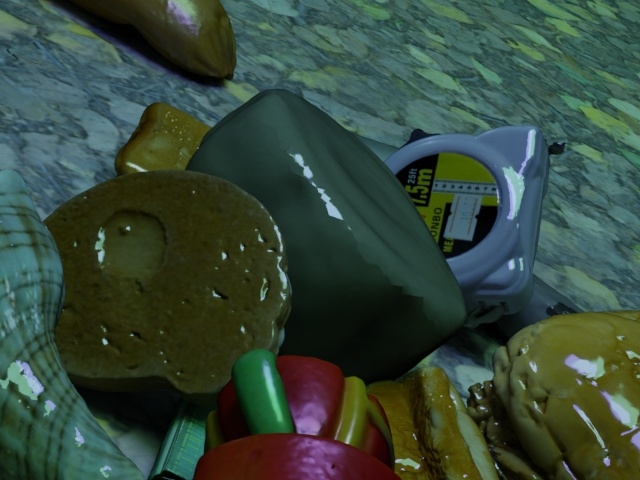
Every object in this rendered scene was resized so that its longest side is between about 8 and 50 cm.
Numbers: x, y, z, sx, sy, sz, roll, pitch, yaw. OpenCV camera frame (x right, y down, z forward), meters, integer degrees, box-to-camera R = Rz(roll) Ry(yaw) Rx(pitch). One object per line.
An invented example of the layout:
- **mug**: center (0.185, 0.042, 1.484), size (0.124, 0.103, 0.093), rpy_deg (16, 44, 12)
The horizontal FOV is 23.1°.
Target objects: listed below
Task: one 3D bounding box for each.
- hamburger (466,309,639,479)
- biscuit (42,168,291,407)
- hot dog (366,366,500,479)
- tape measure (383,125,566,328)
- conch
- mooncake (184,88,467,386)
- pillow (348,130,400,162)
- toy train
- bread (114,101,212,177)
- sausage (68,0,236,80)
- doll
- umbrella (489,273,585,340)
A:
- **hamburger**: center (0.270, 0.184, 1.230), size (0.319, 0.158, 0.318), rpy_deg (20, 30, -12)
- **biscuit**: center (-0.119, 0.035, 1.146), size (0.208, 0.049, 0.181), rpy_deg (2, 62, 14)
- **hot dog**: center (0.080, 0.182, 1.141), size (0.102, 0.076, 0.249), rpy_deg (-15, 28, 0)
- **tape measure**: center (0.125, -0.016, 1.478), size (0.178, 0.196, 0.105), rpy_deg (8, -22, 20)
- **conch**: center (-0.239, 0.052, 0.961), size (0.386, 0.203, 0.169), rpy_deg (37, -18, 53)
- **mooncake**: center (0.000, 0.000, 1.288), size (0.275, 0.135, 0.275), rpy_deg (47, 17, -19)
- **pillow**: center (0.055, -0.065, 1.628), size (0.254, 0.078, 0.144), rpy_deg (19, 15, -17)
- **toy train**: center (-0.077, 0.150, 1.092), size (0.071, 0.038, 0.148), rpy_deg (22, 24, -3)
- **bread**: center (-0.128, -0.052, 1.412), size (0.116, 0.077, 0.200), rpy_deg (24, 22, -5)
- **sausage**: center (-0.231, -0.304, 1.795), size (0.354, 0.116, 0.134), rpy_deg (33, 14, 7)
- **doll**: center (-0.017, 0.200, 0.873), size (0.160, 0.182, 0.363), rpy_deg (-5, 26, 12)
- **umbrella**: center (0.221, 0.086, 1.491), size (0.337, 0.067, 0.073), rpy_deg (40, 7, 30)
